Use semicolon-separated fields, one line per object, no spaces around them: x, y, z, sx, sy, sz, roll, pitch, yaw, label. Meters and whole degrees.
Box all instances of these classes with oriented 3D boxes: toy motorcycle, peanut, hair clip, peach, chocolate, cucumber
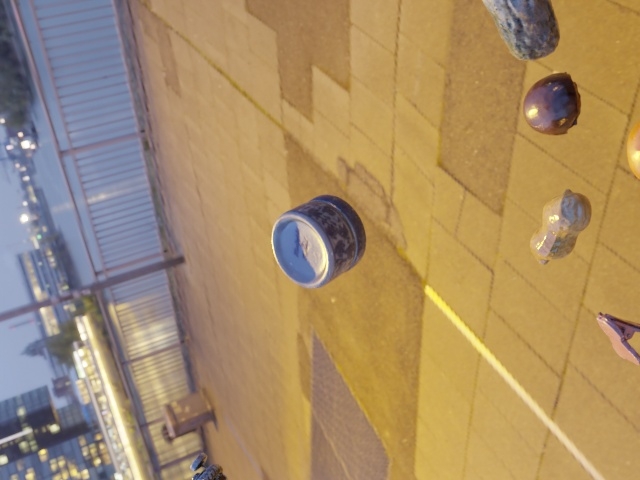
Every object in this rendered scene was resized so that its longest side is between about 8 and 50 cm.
-0.209;0.445;1.214;0.092;0.135;0.254;36;158;12;toy motorcycle
0.573;-0.027;1.715;0.263;0.101;0.117;93;-171;-53;peanut
0.770;0.252;1.844;0.123;0.138;0.102;-140;69;-77;hair clip
0.614;-0.162;1.267;0.138;0.138;0.138;53;153;42;peach
0.465;-0.272;1.401;0.124;0.127;0.133;62;179;27;chocolate
0.210;-0.239;0.739;0.112;0.064;0.064;44;180;-38;cucumber

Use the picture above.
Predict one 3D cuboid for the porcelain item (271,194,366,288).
0.000;0.000;1.267;0.147;0.114;0.147;21;124;35;porcelain item
